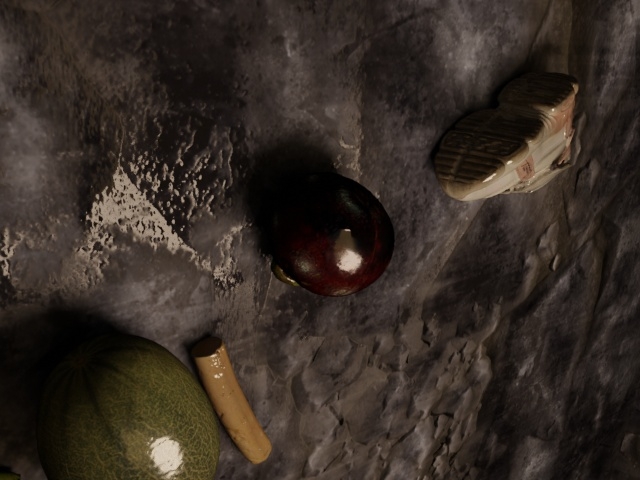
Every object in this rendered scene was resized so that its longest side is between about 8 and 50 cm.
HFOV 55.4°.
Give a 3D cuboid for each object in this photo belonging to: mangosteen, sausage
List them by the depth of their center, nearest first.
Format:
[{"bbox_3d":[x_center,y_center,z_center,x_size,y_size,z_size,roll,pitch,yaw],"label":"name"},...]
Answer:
[{"bbox_3d":[0.004,-0.003,0.991,0.216,0.216,0.216,-15,118,-31],"label":"mangosteen"},{"bbox_3d":[-0.156,0.296,1.092,0.066,0.066,0.301,-32,124,-22],"label":"sausage"}]

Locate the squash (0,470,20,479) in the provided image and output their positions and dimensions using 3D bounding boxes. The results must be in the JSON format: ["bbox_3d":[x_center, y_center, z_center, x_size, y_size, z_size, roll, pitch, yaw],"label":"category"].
[{"bbox_3d":[-0.525,0.368,0.848,0.201,0.066,0.066,-6,113,-38],"label":"squash"}]

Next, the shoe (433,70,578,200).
[{"bbox_3d":[0.391,-0.169,1.218,0.351,0.172,0.198,-39,131,-14],"label":"shoe"}]

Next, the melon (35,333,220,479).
[{"bbox_3d":[-0.275,0.277,0.878,0.238,0.237,0.301,-31,121,-23],"label":"melon"}]
